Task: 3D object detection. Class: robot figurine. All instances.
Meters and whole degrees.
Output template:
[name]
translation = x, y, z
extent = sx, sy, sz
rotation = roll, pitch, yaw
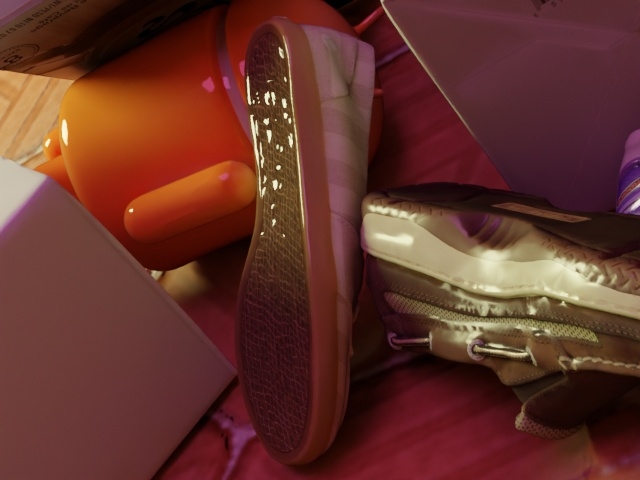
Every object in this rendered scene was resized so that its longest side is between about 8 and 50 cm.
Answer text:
[robot figurine]
translation = -0.058, -0.064, 0.928
extent = 0.219, 0.158, 0.128
rotation = -24, 80, 22

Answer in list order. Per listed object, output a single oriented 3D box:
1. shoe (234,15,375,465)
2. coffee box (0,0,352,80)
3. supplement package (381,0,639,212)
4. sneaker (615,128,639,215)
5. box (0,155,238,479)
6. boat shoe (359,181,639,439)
[shoe]
translation = 0.000, 0.000, 0.805
extent = 0.076, 0.058, 0.219
rotation = -7, 82, 56
[coffee box]
translation = -0.098, -0.178, 0.953
extent = 0.168, 0.118, 0.297
rotation = -28, -7, 17
[supplement package]
translation = 0.122, -0.180, 0.851
extent = 0.178, 0.175, 0.293
rotation = -31, 36, 14
[sneaker]
translation = 0.200, -0.012, 0.710
extent = 0.170, 0.068, 0.071
rotation = -5, 62, 50
[box]
translation = -0.250, 0.122, 0.861
extent = 0.345, 0.168, 0.215
rotation = -50, 36, -14
[boat shoe]
translation = 0.113, 0.038, 0.704
extent = 0.095, 0.095, 0.257
rotation = -7, 14, -31
